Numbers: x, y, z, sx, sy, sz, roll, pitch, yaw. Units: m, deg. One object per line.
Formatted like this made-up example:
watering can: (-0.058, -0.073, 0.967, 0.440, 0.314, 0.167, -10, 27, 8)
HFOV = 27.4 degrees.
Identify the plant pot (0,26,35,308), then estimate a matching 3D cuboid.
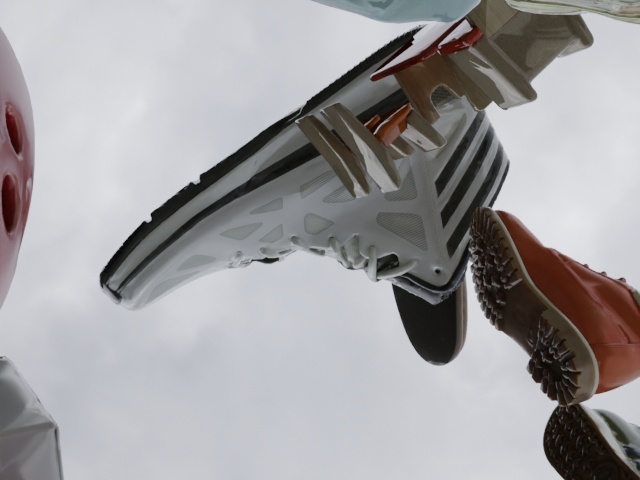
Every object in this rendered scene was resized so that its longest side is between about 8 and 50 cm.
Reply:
plant pot: (-0.195, -0.005, 0.438, 0.191, 0.191, 0.174, -55, -158, 18)

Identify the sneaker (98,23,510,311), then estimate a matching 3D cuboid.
sneaker: (0.000, 0.000, 1.377, 0.447, 0.169, 0.257, -35, -86, 8)

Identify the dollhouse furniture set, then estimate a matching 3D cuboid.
dollhouse furniture set: (0.112, -0.178, 1.123, 0.262, 0.135, 0.259, -43, -169, -14)

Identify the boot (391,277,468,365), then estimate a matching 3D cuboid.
boot: (0.147, -0.009, 1.537, 0.112, 0.115, 0.305, -8, -93, 48)

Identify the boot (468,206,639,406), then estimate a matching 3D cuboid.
boot: (0.152, 0.034, 0.828, 0.059, 0.085, 0.158, 100, -30, -43)

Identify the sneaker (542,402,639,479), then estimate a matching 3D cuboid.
sneaker: (0.216, 0.177, 0.846, 0.064, 0.086, 0.192, -61, -154, 24)

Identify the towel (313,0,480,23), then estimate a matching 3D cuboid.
towel: (-0.065, -0.245, 0.434, 0.320, 0.374, 0.090, 117, -10, -56)

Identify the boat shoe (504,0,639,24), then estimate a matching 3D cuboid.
boat shoe: (0.126, -0.123, 0.571, 0.135, 0.045, 0.050, 3, -105, 40)

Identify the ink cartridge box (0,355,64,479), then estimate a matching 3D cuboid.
ink cartridge box: (-0.271, 0.145, 0.644, 0.261, 0.296, 0.066, -153, -123, -63)
